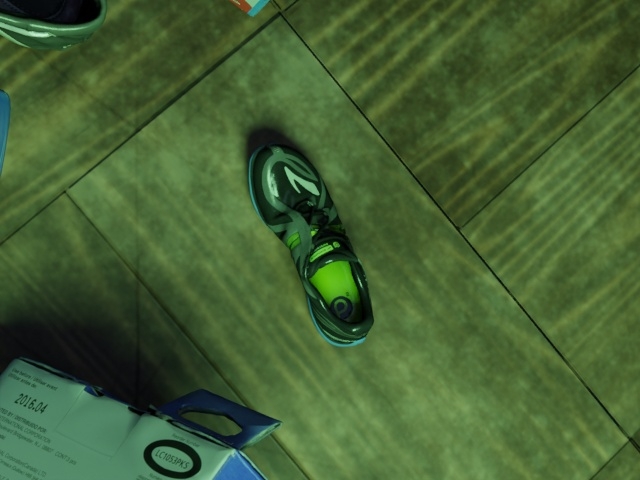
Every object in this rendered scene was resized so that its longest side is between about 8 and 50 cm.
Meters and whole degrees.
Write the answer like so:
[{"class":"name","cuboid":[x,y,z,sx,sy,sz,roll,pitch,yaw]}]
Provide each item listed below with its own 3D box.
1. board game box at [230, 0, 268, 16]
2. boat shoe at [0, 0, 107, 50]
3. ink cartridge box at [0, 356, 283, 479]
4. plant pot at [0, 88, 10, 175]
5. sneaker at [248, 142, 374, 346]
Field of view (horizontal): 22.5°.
[{"class":"board game box","cuboid":[-0.096,-0.405,1.381,0.302,0.086,0.308,33,76,-10]},{"class":"boat shoe","cuboid":[-0.311,-0.249,1.248,0.335,0.095,0.112,27,81,-31]},{"class":"ink cartridge box","cuboid":[-0.187,0.254,1.163,0.395,0.270,0.151,-55,134,-20]},{"class":"plant pot","cuboid":[-0.368,-0.006,1.169,0.236,0.236,0.212,4,85,-26]},{"class":"sneaker","cuboid":[0.000,0.000,1.369,0.067,0.078,0.188,-25,91,-17]}]
